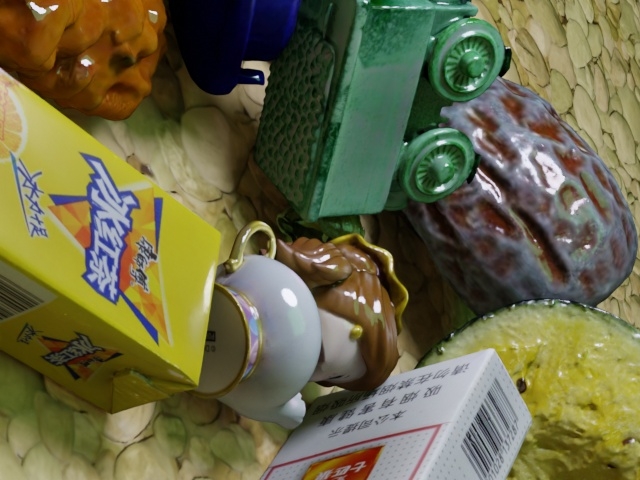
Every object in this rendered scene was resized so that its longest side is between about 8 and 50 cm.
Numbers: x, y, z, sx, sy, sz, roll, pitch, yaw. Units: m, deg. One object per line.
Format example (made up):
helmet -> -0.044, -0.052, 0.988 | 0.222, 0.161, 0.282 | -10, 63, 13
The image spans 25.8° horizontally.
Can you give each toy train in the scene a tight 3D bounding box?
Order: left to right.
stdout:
toy train -> 0.060, -0.147, 1.361 | 0.202, 0.266, 0.145 | -3, 32, -29

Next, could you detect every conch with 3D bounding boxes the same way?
conch -> 0.000, 0.000, 1.403 | 0.121, 0.074, 0.089 | 15, 51, -56

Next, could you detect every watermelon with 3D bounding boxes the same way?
watermelon -> 0.221, 0.223, 1.448 | 0.189, 0.331, 0.330 | 74, 2, -83

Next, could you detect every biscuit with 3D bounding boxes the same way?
biscuit -> -0.218, -0.264, 1.141 | 0.312, 0.111, 0.318 | 25, 53, -69

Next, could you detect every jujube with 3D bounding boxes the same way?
jujube -> 0.203, -0.049, 1.552 | 0.308, 0.215, 0.246 | 51, 5, 1

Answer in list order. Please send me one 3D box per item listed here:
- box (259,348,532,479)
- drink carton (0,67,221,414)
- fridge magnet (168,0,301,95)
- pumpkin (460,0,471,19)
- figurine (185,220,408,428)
box -> 0.035, 0.237, 1.206 | 0.095, 0.210, 0.330 | 59, 35, -16
drink carton -> -0.229, -0.017, 1.047 | 0.351, 0.111, 0.154 | 38, 44, -39
fridge magnet -> -0.081, -0.265, 1.280 | 0.113, 0.265, 0.265 | 0, 69, -15
pumpkin -> 0.086, -0.283, 1.611 | 0.190, 0.146, 0.190 | 28, 52, -43
figurine -> -0.020, 0.075, 1.270 | 0.263, 0.142, 0.189 | -5, 101, -53
